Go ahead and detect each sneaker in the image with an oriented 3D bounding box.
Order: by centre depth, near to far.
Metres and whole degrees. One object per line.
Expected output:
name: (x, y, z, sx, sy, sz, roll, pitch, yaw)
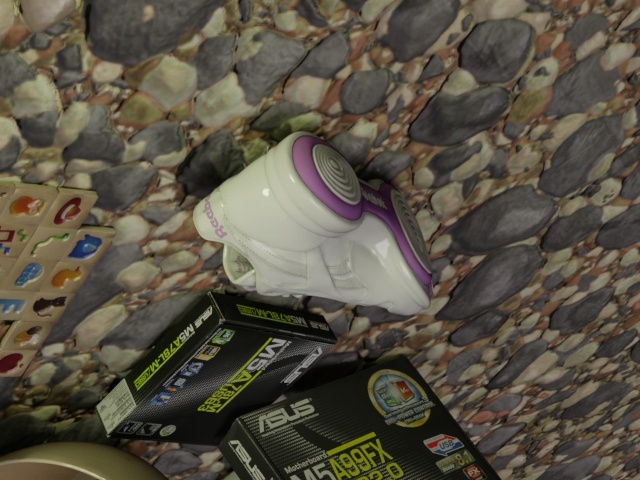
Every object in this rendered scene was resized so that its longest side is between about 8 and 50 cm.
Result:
sneaker: (0.000, 0.000, 1.239, 0.152, 0.114, 0.305, -27, 146, 20)

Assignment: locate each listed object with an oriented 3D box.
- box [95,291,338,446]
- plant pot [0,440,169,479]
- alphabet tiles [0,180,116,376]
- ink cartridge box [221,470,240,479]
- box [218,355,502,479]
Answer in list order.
box: (-0.105, 0.138, 1.375, 0.191, 0.045, 0.184, -44, 144, 21)
plant pot: (-0.236, 0.319, 1.352, 0.284, 0.284, 0.191, -42, -179, 18)
alphabet tiles: (-0.289, 0.038, 1.122, 0.198, 0.009, 0.237, 6, 133, -43)
ink cartridge box: (0.038, 0.353, 1.642, 0.198, 0.197, 0.270, -39, 147, 12)
box: (0.054, 0.255, 1.463, 0.270, 0.216, 0.060, -14, 148, -43)
